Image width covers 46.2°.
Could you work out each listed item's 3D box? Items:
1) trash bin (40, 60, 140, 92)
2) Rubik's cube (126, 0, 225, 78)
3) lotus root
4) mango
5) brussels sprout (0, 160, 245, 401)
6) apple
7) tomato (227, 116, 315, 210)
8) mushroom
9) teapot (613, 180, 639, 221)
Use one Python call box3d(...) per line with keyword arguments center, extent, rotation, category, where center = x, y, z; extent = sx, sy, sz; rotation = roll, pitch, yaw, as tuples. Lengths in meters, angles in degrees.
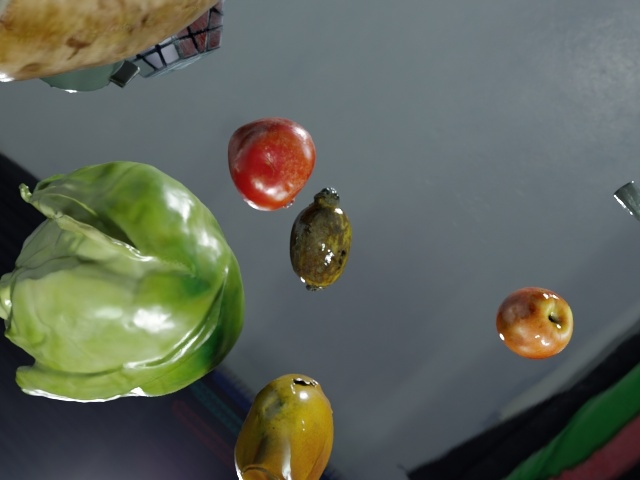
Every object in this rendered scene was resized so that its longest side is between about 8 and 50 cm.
box3d(center=(-0.435, -0.429, 1.373), extent=(0.262, 0.277, 0.217), rotation=(-35, -158, 55), category="trash bin")
box3d(center=(-0.368, -0.525, 1.711), extent=(0.319, 0.319, 0.264), rotation=(-46, 167, -11), category="Rubik's cube")
box3d(center=(0.000, 0.000, 1.436), extent=(0.120, 0.120, 0.210), rotation=(-41, 141, -66), category="lotus root")
box3d(center=(-0.052, 0.295, 1.130), extent=(0.166, 0.136, 0.236), rotation=(-53, 159, -37), category="mango")
box3d(center=(-0.309, 0.094, 1.245), extent=(0.342, 0.361, 0.425), rotation=(-58, 157, -50), category="brussels sprout")
box3d(center=(0.456, 0.178, 1.612), extent=(0.163, 0.163, 0.139), rotation=(-45, -173, -36), category="apple")
box3d(center=(-0.102, -0.145, 1.400), extent=(0.187, 0.151, 0.187), rotation=(-28, -128, 44), category="tomato")
box3d(center=(-0.255, -0.329, 0.965), extent=(0.397, 0.224, 0.314), rotation=(-4, 130, -49), category="mushroom")
box3d(center=(0.569, -0.050, 1.328), extent=(0.042, 0.111, 0.043), rotation=(-29, 164, -10), category="teapot")
